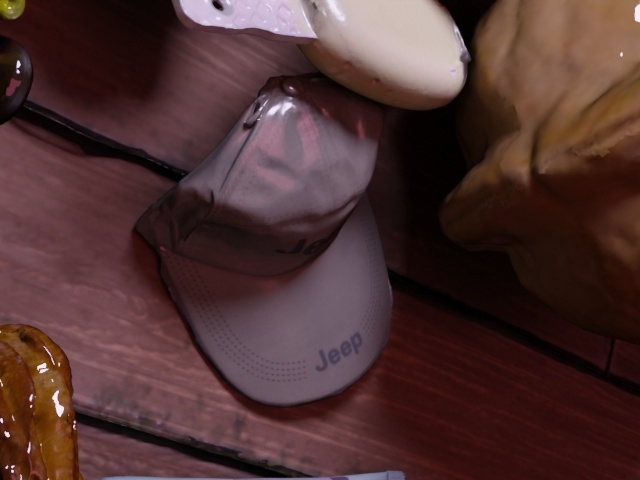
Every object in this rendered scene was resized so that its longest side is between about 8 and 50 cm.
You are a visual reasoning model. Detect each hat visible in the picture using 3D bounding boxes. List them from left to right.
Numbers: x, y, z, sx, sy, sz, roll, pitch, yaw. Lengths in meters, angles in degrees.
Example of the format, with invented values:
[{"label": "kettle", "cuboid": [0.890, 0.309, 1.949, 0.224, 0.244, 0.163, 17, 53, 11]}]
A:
[{"label": "hat", "cuboid": [0.000, 0.000, 0.726, 0.214, 0.149, 0.244, -36, 98, -29]}]

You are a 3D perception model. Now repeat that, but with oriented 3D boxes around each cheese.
[{"label": "cheese", "cuboid": [0.002, -0.152, 0.643, 0.255, 0.050, 0.127, -3, 69, -47]}]

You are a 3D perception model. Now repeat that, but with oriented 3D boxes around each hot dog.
[{"label": "hot dog", "cuboid": [-0.207, 0.184, 0.561, 0.114, 0.175, 0.259, -16, 98, -70]}]

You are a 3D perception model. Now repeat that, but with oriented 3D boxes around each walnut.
[{"label": "walnut", "cuboid": [0.283, -0.088, 0.777, 0.384, 0.383, 0.383, 0, 89, -34]}]

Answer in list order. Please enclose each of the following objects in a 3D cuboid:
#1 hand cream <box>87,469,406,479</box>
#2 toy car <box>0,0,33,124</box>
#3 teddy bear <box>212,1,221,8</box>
[{"label": "hand cream", "cuboid": [-0.058, 0.215, 0.731, 0.331, 0.058, 0.085, 14, 63, -38]}, {"label": "toy car", "cuboid": [-0.285, -0.102, 0.511, 0.248, 0.142, 0.200, -56, 147, -4]}, {"label": "teddy bear", "cuboid": [-0.060, -0.322, 0.671, 0.367, 0.224, 0.357, 19, 77, -48]}]
